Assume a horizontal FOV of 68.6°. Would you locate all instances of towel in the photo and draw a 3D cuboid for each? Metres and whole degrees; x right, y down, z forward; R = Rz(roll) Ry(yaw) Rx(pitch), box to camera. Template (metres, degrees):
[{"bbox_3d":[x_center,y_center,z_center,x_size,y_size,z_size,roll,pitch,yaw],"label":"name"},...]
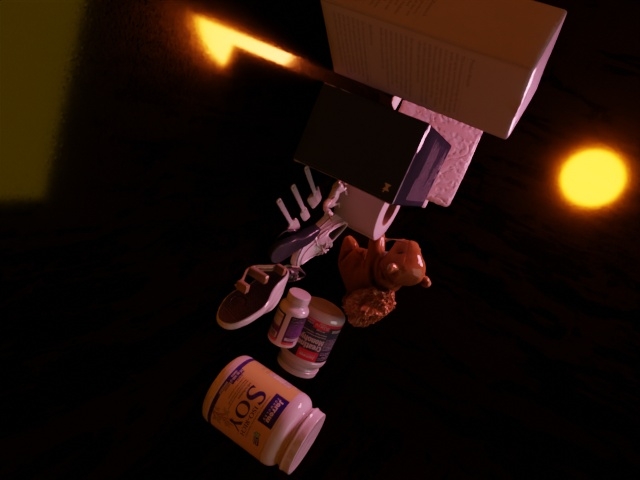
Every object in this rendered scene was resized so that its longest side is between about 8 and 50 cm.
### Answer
[{"bbox_3d":[0.397,-0.327,1.778,0.053,0.332,0.316,-83,-165,-75],"label":"towel"}]

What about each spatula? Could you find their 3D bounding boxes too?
[{"bbox_3d":[-0.058,-0.113,1.355,0.168,0.019,0.242,-51,159,-12],"label":"spatula"}]

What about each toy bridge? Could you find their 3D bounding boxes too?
[{"bbox_3d":[-0.170,0.094,1.275,0.188,0.063,0.026,-22,137,-56],"label":"toy bridge"}]

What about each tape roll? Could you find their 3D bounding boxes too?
[{"bbox_3d":[0.182,-0.146,1.691,0.246,0.169,0.246,-51,159,-29],"label":"tape roll"}]

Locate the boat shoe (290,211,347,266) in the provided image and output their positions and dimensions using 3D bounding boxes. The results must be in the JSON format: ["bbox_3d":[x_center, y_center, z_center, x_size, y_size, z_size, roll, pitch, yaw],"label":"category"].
[{"bbox_3d":[0.000,0.000,1.553,0.258,0.084,0.095,-50,158,-31],"label":"boat shoe"}]

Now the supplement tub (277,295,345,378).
[{"bbox_3d":[-0.039,0.369,1.811,0.272,0.191,0.191,-66,161,11],"label":"supplement tub"}]

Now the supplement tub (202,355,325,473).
[{"bbox_3d":[-0.177,0.545,1.480,0.241,0.331,0.241,-51,159,-29],"label":"supplement tub"}]

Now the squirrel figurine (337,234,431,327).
[{"bbox_3d":[0.241,0.161,1.784,0.370,0.281,0.396,-7,-121,62],"label":"squirrel figurine"}]

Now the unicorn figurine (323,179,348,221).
[{"bbox_3d":[0.045,-0.136,1.539,0.111,0.060,0.161,14,88,-70],"label":"unicorn figurine"}]

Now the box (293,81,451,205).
[{"bbox_3d":[0.161,-0.246,1.300,0.211,0.294,0.395,-66,161,13],"label":"box"}]

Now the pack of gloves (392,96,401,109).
[{"bbox_3d":[0.318,-0.585,1.616,0.232,0.046,0.195,-59,160,-6],"label":"pack of gloves"}]

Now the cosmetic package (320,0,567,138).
[{"bbox_3d":[0.242,-0.421,1.011,0.161,0.453,0.230,-57,161,-13],"label":"cosmetic package"}]

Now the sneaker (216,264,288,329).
[{"bbox_3d":[-0.181,0.184,1.309,0.290,0.106,0.123,-38,148,-52],"label":"sneaker"}]

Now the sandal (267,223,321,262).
[{"bbox_3d":[-0.087,0.002,1.384,0.097,0.054,0.254,-51,169,26],"label":"sandal"}]

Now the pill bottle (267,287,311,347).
[{"bbox_3d":[-0.103,0.265,1.624,0.108,0.108,0.193,-19,135,-63],"label":"pill bottle"}]

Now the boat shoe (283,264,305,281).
[{"bbox_3d":[-0.093,0.109,1.519,0.152,0.049,0.056,-17,133,-64],"label":"boat shoe"}]

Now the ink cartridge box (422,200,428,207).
[{"bbox_3d":[0.426,-0.288,2.046,0.273,0.115,0.198,-83,-167,-67],"label":"ink cartridge box"}]
